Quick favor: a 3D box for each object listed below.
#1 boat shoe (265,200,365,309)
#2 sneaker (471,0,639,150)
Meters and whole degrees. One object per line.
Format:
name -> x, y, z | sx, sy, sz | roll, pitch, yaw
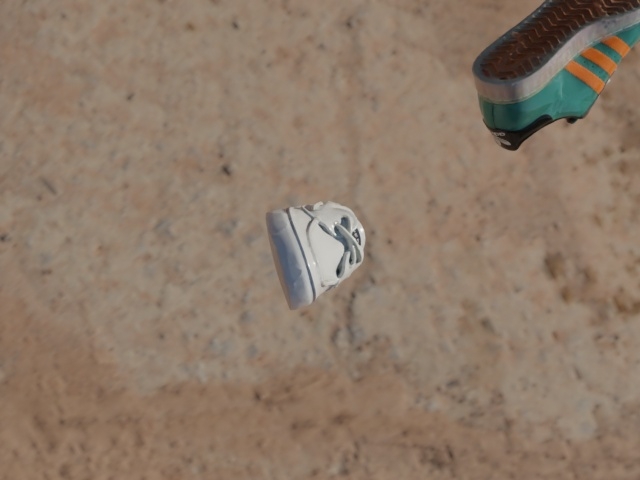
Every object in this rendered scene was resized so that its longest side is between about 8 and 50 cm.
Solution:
boat shoe -> 0.000, 0.000, 1.511 | 0.258, 0.084, 0.095 | -85, 160, -78
sneaker -> 0.299, -0.216, 1.869 | 0.302, 0.108, 0.121 | -33, 135, -22
